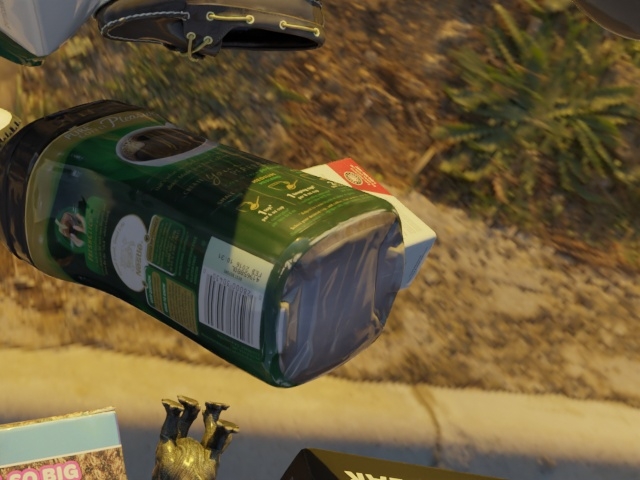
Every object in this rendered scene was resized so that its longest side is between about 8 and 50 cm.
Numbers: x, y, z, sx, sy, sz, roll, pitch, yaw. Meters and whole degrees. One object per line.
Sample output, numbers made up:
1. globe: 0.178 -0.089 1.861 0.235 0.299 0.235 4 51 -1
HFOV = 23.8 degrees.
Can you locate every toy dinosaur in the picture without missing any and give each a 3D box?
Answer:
1. toy dinosaur: -0.165 0.279 1.868 0.121 0.313 0.160 19 92 -10

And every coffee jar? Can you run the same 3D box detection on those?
1. coffee jar: -0.060 -0.004 0.690 0.096 0.184 0.079 -24 128 -47

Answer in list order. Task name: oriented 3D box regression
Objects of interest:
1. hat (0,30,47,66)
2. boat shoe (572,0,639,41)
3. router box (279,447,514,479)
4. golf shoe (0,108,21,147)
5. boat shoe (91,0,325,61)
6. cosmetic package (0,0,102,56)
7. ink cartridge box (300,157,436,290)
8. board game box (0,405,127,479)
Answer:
1. hat: -0.255 -0.105 0.768 0.183 0.173 0.208 -33 99 12
2. boat shoe: 0.235 -0.204 0.595 0.341 0.110 0.122 -42 81 13
3. router box: 0.134 0.231 0.723 0.308 0.243 0.081 13 124 -30
4. golf shoe: -0.320 -0.080 1.160 0.198 0.077 0.094 -30 92 -43
5. boat shoe: -0.100 -0.205 1.417 0.227 0.081 0.069 -8 78 -24
6. cosmetic package: -0.192 -0.278 0.585 0.385 0.156 0.217 38 72 9
7. ink cartridge box: 0.000 0.000 1.413 0.175 0.127 0.072 -17 142 -46
8. board game box: -0.246 0.278 1.040 0.232 0.141 0.291 -6 83 -26
